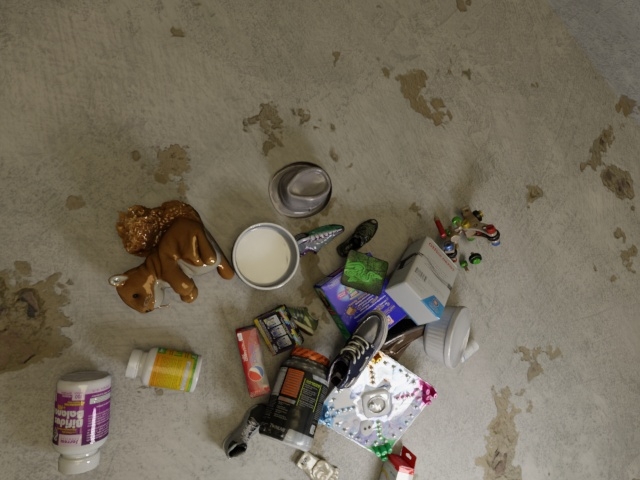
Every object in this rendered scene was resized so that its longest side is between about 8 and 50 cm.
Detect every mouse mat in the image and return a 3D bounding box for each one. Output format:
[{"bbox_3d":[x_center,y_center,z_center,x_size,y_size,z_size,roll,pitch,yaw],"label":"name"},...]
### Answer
[{"bbox_3d":[0.184,0.134,1.699,0.189,0.007,0.153,19,79,-15],"label":"mouse mat"}]

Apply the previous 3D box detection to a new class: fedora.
[{"bbox_3d":[-0.068,-0.217,1.707,0.275,0.124,0.244,-13,90,-17],"label":"fedora"}]

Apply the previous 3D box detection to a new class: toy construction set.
[{"bbox_3d":[0.628,-0.057,1.877,0.308,0.257,0.237,25,35,-29],"label":"toy construction set"}]

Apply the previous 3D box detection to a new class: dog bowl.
[{"bbox_3d":[-0.224,0.063,1.656,0.264,0.104,0.265,1,86,-17],"label":"dog bowl"}]

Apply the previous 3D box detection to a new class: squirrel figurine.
[{"bbox_3d":[-0.578,0.058,1.505,0.370,0.281,0.397,-31,81,-5],"label":"squirrel figurine"}]

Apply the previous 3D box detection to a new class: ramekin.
[{"bbox_3d":[0.547,0.408,1.797,0.272,0.127,0.273,-17,111,-52],"label":"ramekin"}]

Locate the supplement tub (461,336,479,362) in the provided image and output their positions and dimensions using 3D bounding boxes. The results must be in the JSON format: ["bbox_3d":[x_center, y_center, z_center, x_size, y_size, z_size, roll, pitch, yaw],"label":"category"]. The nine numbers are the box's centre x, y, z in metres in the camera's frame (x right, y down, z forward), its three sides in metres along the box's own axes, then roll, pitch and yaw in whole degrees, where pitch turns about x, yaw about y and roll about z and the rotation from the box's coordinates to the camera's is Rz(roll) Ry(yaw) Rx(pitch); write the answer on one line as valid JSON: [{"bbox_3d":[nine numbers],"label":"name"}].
[{"bbox_3d":[0.669,0.506,1.910,0.107,0.071,0.071,-33,96,-16],"label":"supplement tub"}]

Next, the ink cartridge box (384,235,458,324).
[{"bbox_3d":[0.439,0.168,1.772,0.223,0.129,0.307,46,50,-9],"label":"ink cartridge box"}]

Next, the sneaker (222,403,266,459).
[{"bbox_3d":[-0.277,0.744,1.586,0.086,0.132,0.229,44,77,-10],"label":"sneaker"}]

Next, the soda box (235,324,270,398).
[{"bbox_3d":[-0.267,0.472,1.625,0.083,0.092,0.264,-12,90,-15],"label":"soda box"}]

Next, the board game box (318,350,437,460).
[{"bbox_3d":[0.236,0.686,1.721,0.389,0.050,0.390,36,94,-13],"label":"board game box"}]

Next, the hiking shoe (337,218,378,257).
[{"bbox_3d":[0.177,-0.009,1.771,0.227,0.114,0.086,-44,99,-14],"label":"hiking shoe"}]

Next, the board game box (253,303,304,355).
[{"bbox_3d":[-0.166,0.358,1.650,0.141,0.048,0.171,-25,95,20],"label":"board game box"}]

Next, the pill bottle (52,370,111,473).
[{"bbox_3d":[-0.817,0.617,1.416,0.169,0.169,0.302,2,86,-16],"label":"pill bottle"}]

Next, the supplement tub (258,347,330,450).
[{"bbox_3d":[-0.087,0.602,1.587,0.207,0.207,0.338,27,62,-13],"label":"supplement tub"}]

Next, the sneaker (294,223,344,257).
[{"bbox_3d":[0.000,0.000,1.752,0.223,0.083,0.098,-16,112,-12],"label":"sneaker"}]

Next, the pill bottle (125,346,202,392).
[{"bbox_3d":[-0.571,0.468,1.513,0.245,0.136,0.137,15,83,-15],"label":"pill bottle"}]

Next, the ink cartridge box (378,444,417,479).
[{"bbox_3d":[0.319,0.998,1.746,0.077,0.134,0.231,20,81,-14],"label":"ink cartridge box"}]

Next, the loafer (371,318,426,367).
[{"bbox_3d":[0.297,0.459,1.784,0.365,0.134,0.130,-26,101,-6],"label":"loafer"}]

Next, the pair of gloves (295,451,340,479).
[{"bbox_3d":[-0.048,1.004,1.687,0.204,0.042,0.240,33,77,-9],"label":"pair of gloves"}]

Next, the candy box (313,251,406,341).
[{"bbox_3d":[0.169,0.254,1.751,0.268,0.122,0.317,-33,95,-17],"label":"candy box"}]

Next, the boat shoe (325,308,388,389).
[{"bbox_3d":[0.143,0.420,1.580,0.127,0.158,0.341,26,91,24],"label":"boat shoe"}]

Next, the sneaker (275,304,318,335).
[{"bbox_3d":[-0.090,0.307,1.709,0.192,0.064,0.086,37,63,-6],"label":"sneaker"}]
